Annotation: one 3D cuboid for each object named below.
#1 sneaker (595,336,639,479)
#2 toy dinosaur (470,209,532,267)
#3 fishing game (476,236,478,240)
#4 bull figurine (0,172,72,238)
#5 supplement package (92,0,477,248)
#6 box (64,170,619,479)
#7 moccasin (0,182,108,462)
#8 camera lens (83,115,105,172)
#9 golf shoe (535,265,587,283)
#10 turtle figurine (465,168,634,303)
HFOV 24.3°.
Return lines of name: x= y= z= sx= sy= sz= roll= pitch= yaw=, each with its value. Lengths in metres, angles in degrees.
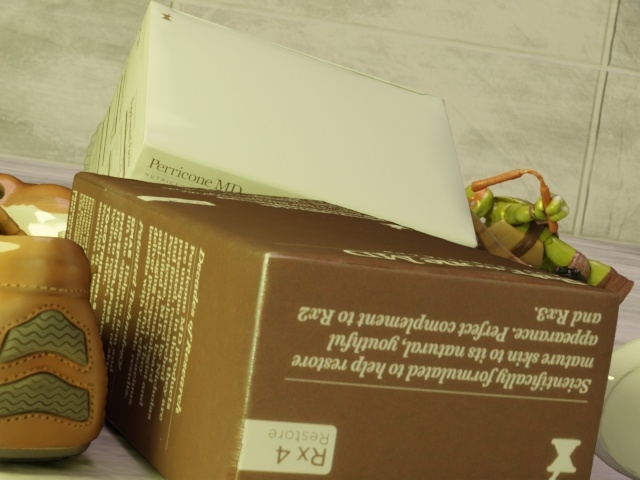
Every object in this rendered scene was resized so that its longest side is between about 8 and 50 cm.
sneaker: x=0.290 y=0.111 z=0.813 sx=0.305 sy=0.114 sz=0.152 roll=10 pitch=4 yaw=14
toy dinosaur: x=0.176 y=0.041 z=1.246 sx=0.211 sy=0.064 sz=0.112 roll=46 pitch=-26 yaw=12
fishing game: x=0.030 y=0.010 z=1.562 sx=0.189 sy=0.041 sz=0.264 roll=-7 pitch=-3 yaw=-43
bull figurine: x=-0.203 y=0.008 z=1.244 sx=0.310 sy=0.101 sz=0.188 roll=10 pitch=7 yaw=15
supplement package: x=-0.036 y=-0.041 z=1.159 sx=0.261 sy=0.145 sz=0.204 roll=16 pitch=35 yaw=-16
box: x=-0.020 y=0.052 z=0.846 sx=0.191 sy=0.143 sz=0.381 roll=7 pitch=7 yaw=-24
moccasin: x=-0.233 y=0.012 z=0.861 sx=0.139 sy=0.147 sz=0.380 roll=6 pitch=5 yaw=-27
camera lens: x=-0.086 y=-0.062 z=1.449 sx=0.219 sy=0.219 sz=0.274 roll=5 pitch=-3 yaw=-34
golf shoe: x=0.178 y=0.065 z=1.544 sx=0.198 sy=0.077 sz=0.094 roll=8 pitch=-17 yaw=10
turtle figurine: x=0.219 y=0.005 z=1.610 sx=0.217 sy=0.087 sz=0.269 roll=38 pitch=-32 yaw=-11
